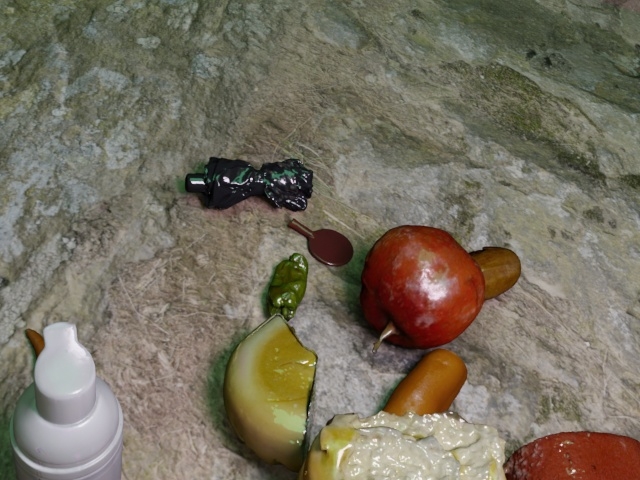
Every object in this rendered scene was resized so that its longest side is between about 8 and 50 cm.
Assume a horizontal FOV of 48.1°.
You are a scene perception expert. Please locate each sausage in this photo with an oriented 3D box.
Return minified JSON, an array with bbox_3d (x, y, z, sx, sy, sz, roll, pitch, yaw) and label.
[{"bbox_3d":[0.184,0.280,1.284,0.098,0.098,0.238,36,48,16],"label":"sausage"}]

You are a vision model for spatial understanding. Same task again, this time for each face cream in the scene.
[{"bbox_3d":[-0.337,0.256,0.951,0.145,0.369,0.145,8,47,-9],"label":"face cream"}]

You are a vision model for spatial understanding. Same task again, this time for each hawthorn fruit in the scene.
[{"bbox_3d":[0.171,0.113,1.348,0.242,0.242,0.271,28,59,9],"label":"hawthorn fruit"}]

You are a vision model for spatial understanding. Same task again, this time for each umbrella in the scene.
[{"bbox_3d":[-0.153,-0.124,1.538,0.272,0.110,0.122,0,84,-16],"label":"umbrella"}]

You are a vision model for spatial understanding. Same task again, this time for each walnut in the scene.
[{"bbox_3d":[0.334,0.074,1.509,0.207,0.116,0.116,-22,58,-23],"label":"walnut"}]

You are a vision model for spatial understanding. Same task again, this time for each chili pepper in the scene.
[{"bbox_3d":[-0.069,0.105,1.378,0.072,0.073,0.204,3,34,9],"label":"chili pepper"}]

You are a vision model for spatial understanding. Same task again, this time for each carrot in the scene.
[{"bbox_3d":[-0.464,0.198,1.200,0.035,0.035,0.142,-15,48,-28],"label":"carrot"}]

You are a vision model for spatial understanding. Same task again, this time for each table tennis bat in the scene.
[{"bbox_3d":[0.000,0.000,1.529,0.155,0.019,0.098,32,48,9],"label":"table tennis bat"}]

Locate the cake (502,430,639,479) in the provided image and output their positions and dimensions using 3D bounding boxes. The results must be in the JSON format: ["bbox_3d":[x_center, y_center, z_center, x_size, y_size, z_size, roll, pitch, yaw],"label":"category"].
[{"bbox_3d":[0.438,0.418,1.177,0.283,0.177,0.151,8,48,-12],"label":"cake"}]

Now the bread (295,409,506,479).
[{"bbox_3d":[0.110,0.400,1.032,0.316,0.270,0.211,8,32,-20],"label":"bread"}]

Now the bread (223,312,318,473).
[{"bbox_3d":[-0.084,0.254,1.194,0.156,0.158,0.260,7,47,3],"label":"bread"}]
